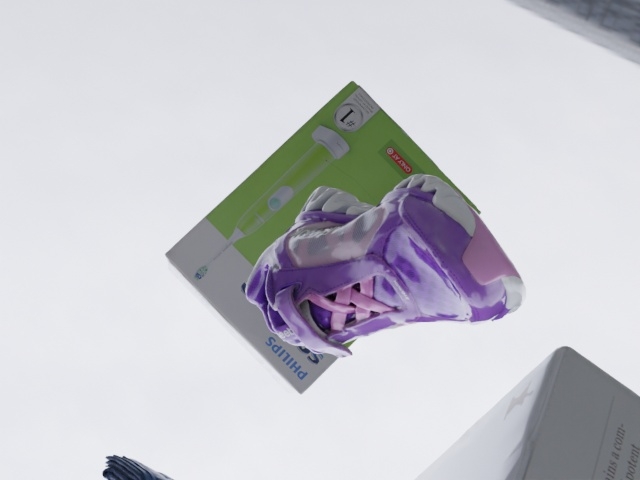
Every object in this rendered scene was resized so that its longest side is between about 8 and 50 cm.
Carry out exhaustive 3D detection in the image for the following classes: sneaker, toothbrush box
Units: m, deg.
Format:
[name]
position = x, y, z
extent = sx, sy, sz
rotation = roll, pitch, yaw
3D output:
[sneaker]
position = 0.024, 0.026, 0.558
extent = 0.104, 0.095, 0.236
rotation = -37, -166, -19
[toothbrush box]
position = 0.000, 0.000, 1.045
extent = 0.206, 0.122, 0.283
rotation = 45, -102, 1

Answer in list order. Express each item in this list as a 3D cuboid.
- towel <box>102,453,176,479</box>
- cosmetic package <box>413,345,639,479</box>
[towel]
position = -0.146, 0.236, 0.883
extent = 0.067, 0.119, 0.029
rotation = 17, -109, 41
[cosmetic package]
position = 0.239, 0.378, 0.797
extent = 0.394, 0.327, 0.329
rotation = 36, -137, 2
